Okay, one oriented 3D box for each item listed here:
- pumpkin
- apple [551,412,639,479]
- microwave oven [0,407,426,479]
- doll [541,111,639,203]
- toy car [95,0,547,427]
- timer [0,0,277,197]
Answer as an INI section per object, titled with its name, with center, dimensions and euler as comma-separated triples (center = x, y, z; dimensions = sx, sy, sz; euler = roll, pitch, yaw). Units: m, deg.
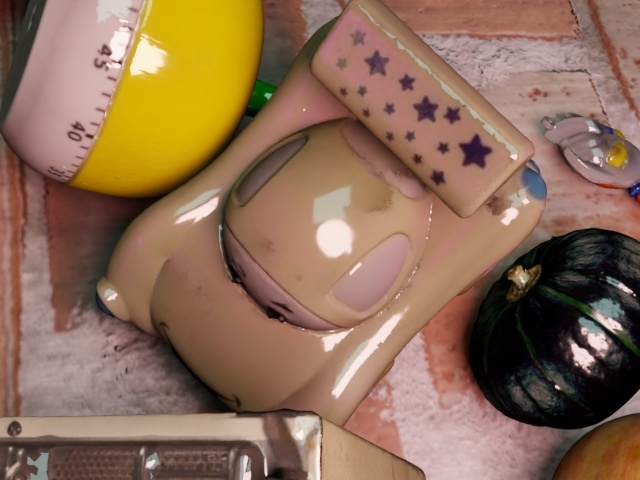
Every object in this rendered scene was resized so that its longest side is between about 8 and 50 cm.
[pumpkin]
center = 0.220, 0.075, 0.806
dimensions = 0.140, 0.202, 0.202
euler = 40, 60, -12
[apple]
center = 0.300, 0.259, 0.696
dimensions = 0.257, 0.257, 0.233
euler = 13, 63, -7
[microwave oven]
center = -0.078, 0.314, 0.498
dimensions = 0.247, 0.333, 0.394
euler = -5, 69, 17
[doll]
center = 0.328, -0.086, 0.995
dimensions = 0.195, 0.062, 0.104
euler = 29, 61, -5
[toy car]
center = -0.004, 0.005, 0.704
dimensions = 0.242, 0.226, 0.336
euler = 45, 98, 8
[timer]
center = -0.132, -0.156, 0.821
dimensions = 0.285, 0.285, 0.285
euler = 6, 62, -11
